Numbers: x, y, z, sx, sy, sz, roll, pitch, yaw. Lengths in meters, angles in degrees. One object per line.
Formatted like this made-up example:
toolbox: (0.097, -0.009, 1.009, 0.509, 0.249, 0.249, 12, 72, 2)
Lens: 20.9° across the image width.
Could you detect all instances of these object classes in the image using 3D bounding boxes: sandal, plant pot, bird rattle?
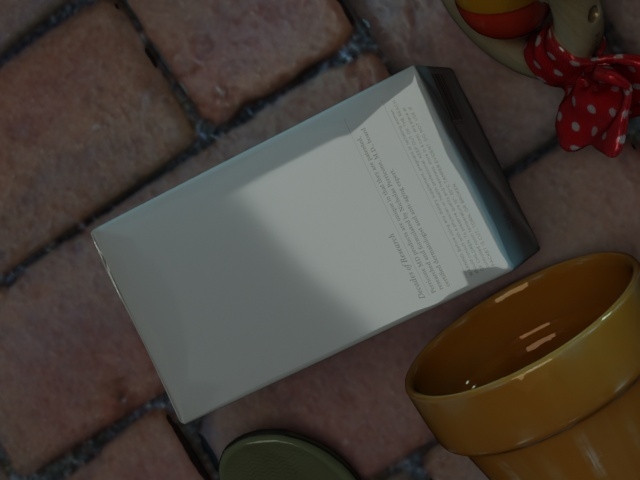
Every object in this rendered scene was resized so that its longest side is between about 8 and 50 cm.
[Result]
sandal: (0.004, 0.300, 1.470, 0.120, 0.086, 0.302, -23, 89, 15)
plant pot: (0.200, 0.141, 1.362, 0.205, 0.205, 0.188, -28, 103, 15)
bird rattle: (0.173, -0.189, 1.352, 0.143, 0.253, 0.207, -47, 45, -14)

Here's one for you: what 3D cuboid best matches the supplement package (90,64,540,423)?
supplement package: (0.000, 0.000, 1.399, 0.293, 0.177, 0.175, -26, 88, 14)
